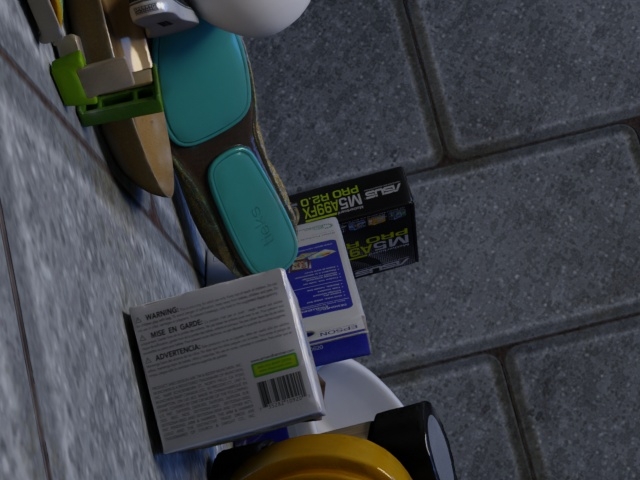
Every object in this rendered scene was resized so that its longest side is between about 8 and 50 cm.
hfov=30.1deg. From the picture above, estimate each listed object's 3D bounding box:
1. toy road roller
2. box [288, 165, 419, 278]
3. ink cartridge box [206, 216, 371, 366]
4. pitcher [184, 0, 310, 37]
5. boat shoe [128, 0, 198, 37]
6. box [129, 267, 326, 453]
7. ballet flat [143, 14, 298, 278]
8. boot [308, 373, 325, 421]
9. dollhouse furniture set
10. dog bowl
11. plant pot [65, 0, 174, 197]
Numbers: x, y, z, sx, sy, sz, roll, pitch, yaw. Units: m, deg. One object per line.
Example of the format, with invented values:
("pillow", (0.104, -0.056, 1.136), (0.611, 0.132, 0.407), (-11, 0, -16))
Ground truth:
("toy road roller", (0.027, 0.310, 0.963), (0.240, 0.202, 0.330), (-66, 138, -69))
("box", (0.000, 0.000, 1.669), (0.216, 0.270, 0.060), (77, -1, -65))
("ink cartridge box", (-0.040, 0.072, 1.287), (0.333, 0.165, 0.065), (-101, 178, -70))
("pitcher", (-0.106, -0.288, 1.068), (0.207, 0.125, 0.178), (45, 1, -42))
("boat shoe", (-0.137, -0.204, 1.028), (0.142, 0.049, 0.040), (-50, 126, -87))
("box", (-0.062, 0.095, 0.894), (0.203, 0.114, 0.103), (76, -1, -81))
("ballet flat", (-0.119, -0.113, 1.234), (0.123, 0.123, 0.348), (-103, 174, -62))
("boot", (-0.056, 0.115, 1.035), (0.037, 0.114, 0.106), (75, 1, -81))
("dollhouse furniture set", (-0.150, -0.142, 0.777), (0.152, 0.058, 0.076), (76, 0, -45))
("dog bowl", (0.031, 0.260, 1.274), (0.265, 0.104, 0.265), (45, 24, -27))
("plant pot", (-0.164, -0.145, 0.958), (0.236, 0.032, 0.236), (166, -90, -90))
